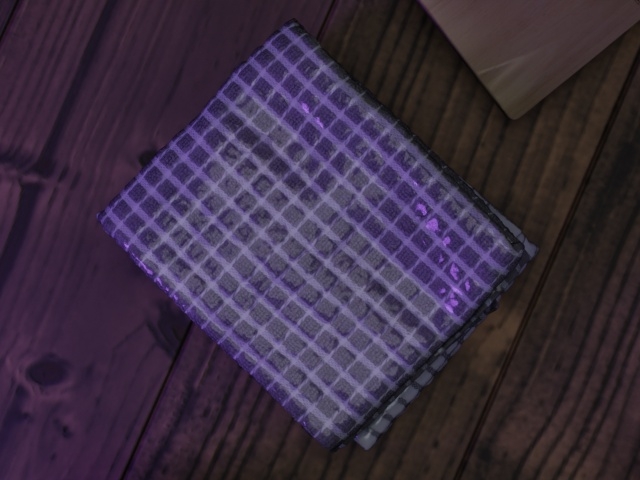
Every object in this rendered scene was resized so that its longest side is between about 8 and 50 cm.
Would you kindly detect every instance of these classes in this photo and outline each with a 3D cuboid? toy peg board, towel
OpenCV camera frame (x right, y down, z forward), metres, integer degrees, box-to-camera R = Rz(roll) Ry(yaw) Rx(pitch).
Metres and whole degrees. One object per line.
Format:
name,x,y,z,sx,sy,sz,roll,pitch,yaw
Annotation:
toy peg board,0.163,-0.211,1.180,0.161,0.079,0.160,-39,99,1
towel,0.000,0.000,1.142,0.283,0.121,0.235,44,90,6
